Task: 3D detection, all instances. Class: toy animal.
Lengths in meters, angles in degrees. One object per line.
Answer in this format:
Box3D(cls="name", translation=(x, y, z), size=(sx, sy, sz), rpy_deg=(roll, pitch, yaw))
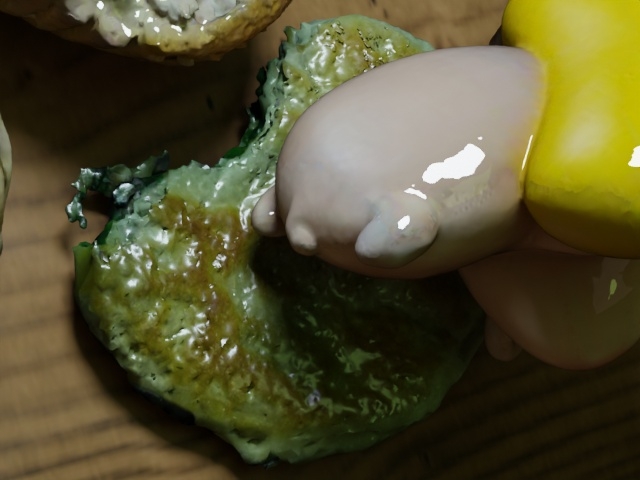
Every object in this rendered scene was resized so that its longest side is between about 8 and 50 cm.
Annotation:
Box3D(cls="toy animal", translation=(0.159, -0.012, 1.180), size=(0.345, 0.277, 0.246), rpy_deg=(-29, 127, -14))

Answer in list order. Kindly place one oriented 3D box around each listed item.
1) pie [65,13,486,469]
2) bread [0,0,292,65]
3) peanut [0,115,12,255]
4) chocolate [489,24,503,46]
Box3D(cls="pie", translation=(0.000, 0.000, 1.276), size=(0.371, 0.078, 0.296), rpy_deg=(-42, 96, -31))
Box3D(cls="bread", translation=(-0.141, -0.229, 1.215), size=(0.274, 0.149, 0.274), rpy_deg=(18, 54, -27))
Box3D(cls="peanut", translation=(-0.279, -0.094, 1.110), size=(0.153, 0.140, 0.325), rpy_deg=(-3, 73, -30))
Box3D(cls="chocolate", translation=(0.205, -0.107, 1.386), size=(0.093, 0.148, 0.214), rpy_deg=(-22, 83, -17))
